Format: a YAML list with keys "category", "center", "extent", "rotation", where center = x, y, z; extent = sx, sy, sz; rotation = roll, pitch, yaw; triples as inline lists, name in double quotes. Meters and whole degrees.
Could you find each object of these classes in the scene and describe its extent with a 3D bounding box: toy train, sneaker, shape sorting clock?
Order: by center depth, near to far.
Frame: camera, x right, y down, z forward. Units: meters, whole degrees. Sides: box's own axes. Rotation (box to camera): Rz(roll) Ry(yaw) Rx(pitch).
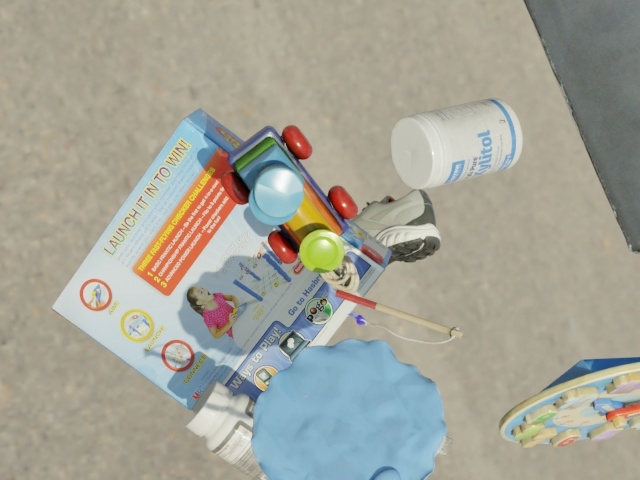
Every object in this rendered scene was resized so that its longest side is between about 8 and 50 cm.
- category: "shape sorting clock"
  center: [0.260, 0.147, 1.341]
  extent: [0.206, 0.206, 0.040]
  rotation: [34, 36, -57]
- category: "toy train"
  center: [0.000, 0.000, 1.622]
  extent: [0.248, 0.105, 0.143]
  rotation: [52, 4, -18]
- category: "sneaker"
  center: [0.081, -0.008, 2.428]
  extent: [0.100, 0.272, 0.108]
  rotation: [19, 62, -45]

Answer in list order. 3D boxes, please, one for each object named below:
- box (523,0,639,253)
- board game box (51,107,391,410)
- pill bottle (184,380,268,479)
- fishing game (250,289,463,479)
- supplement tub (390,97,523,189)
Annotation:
- category: "box"
  center: [0.361, -0.280, 1.546]
  extent: [0.472, 0.297, 0.479]
  rotation: [-32, 98, -78]
- category: "board game box"
  center: [-0.123, 0.048, 1.868]
  extent: [0.302, 0.308, 0.086]
  rotation: [37, 17, -1]
- category: "pill bottle"
  center: [-0.085, 0.227, 1.751]
  extent: [0.137, 0.078, 0.078]
  rotation: [36, 34, -8]
- category: "fishing game"
  center: [0.029, 0.178, 1.416]
  extent: [0.264, 0.189, 0.041]
  rotation: [-64, 158, -24]
- category: "supplement tub"
  center: [0.126, -0.090, 1.388]
  extent: [0.107, 0.071, 0.071]
  rotation: [-16, 91, -30]
